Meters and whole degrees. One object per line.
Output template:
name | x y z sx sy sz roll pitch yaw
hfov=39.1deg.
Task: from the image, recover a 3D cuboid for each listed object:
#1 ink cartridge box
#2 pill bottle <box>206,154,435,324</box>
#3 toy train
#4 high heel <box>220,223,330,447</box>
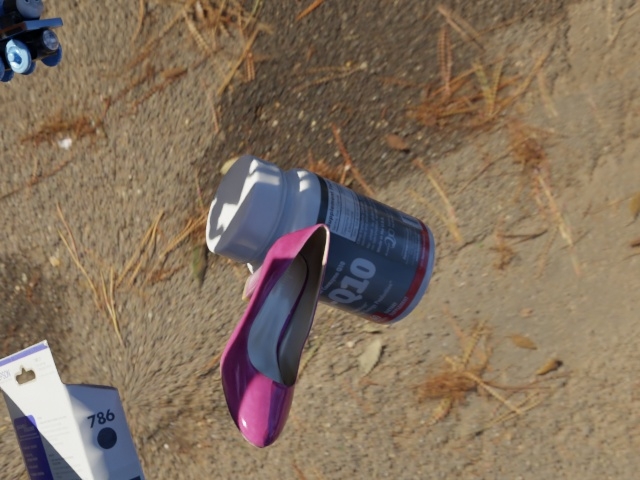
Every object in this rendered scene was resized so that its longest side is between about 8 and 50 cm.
ink cartridge box | -0.244 0.266 0.948 0.065 0.165 0.333 -17 88 -41
pill bottle | 0.000 0.000 1.216 0.283 0.161 0.161 21 76 -26
toy train | -0.412 -0.261 1.160 0.080 0.184 0.105 -32 110 -53
high heel | -0.033 0.090 0.919 0.082 0.117 0.244 35 34 -21
